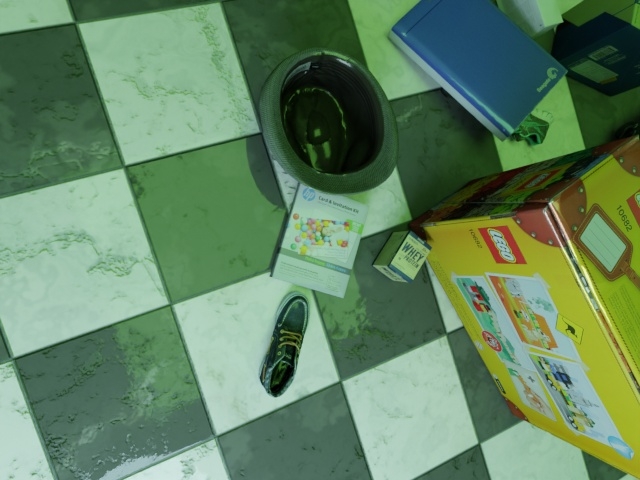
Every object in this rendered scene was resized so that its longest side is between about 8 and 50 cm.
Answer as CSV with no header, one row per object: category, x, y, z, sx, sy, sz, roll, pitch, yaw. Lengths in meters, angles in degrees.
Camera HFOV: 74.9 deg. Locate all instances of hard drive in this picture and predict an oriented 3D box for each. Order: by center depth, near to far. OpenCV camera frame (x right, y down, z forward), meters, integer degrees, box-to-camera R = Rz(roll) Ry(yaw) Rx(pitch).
hard drive,0.325,-0.384,0.861,0.318,0.040,0.210,44,77,3

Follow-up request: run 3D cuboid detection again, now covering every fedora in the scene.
fedora,0.007,-0.197,0.754,0.243,0.124,0.276,-17,85,-18

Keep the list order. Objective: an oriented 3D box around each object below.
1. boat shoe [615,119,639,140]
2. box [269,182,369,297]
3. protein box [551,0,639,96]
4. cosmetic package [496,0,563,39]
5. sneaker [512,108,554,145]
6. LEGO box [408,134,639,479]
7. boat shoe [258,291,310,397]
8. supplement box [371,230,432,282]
boat shoe,0.768,-0.243,0.991,0.340,0.127,0.113,-38,59,-12
box,0.000,0.000,0.792,0.145,0.038,0.187,19,82,-15
protein box,0.669,-0.445,0.916,0.200,0.199,0.136,15,84,-16
cosmetic package,0.433,-0.559,0.904,0.060,0.099,0.239,-21,95,-15
sneaker,0.435,-0.257,0.916,0.166,0.065,0.076,13,90,-13
LEGO box,0.426,0.122,0.739,0.193,0.372,0.501,-32,98,-15
boat shoe,-0.056,0.184,0.745,0.065,0.083,0.184,20,83,-15
supplement box,0.157,0.031,0.812,0.056,0.083,0.083,35,79,-12
